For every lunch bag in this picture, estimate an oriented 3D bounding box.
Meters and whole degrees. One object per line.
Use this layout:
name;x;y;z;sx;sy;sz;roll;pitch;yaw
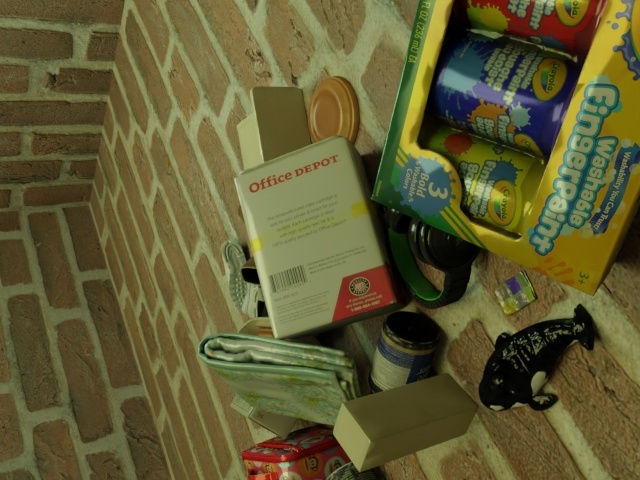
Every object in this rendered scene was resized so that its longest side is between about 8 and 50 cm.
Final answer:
lunch bag;-0.077;0.585;1.734;0.293;0.258;0.120;-23;79;56

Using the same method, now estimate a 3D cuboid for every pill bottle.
pill bottle;0.171;0.272;1.408;0.123;0.122;0.219;43;131;46
pill bottle;0.116;0.661;1.562;0.246;0.130;0.131;57;140;36

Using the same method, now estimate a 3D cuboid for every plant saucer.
plant saucer;0.023;-0.302;1.616;0.200;0.037;0.200;15;109;55

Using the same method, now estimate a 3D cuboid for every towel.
towel;-0.067;0.338;1.539;0.374;0.090;0.321;5;146;22
towel;0.352;0.097;1.192;0.083;0.009;0.060;-46;56;51

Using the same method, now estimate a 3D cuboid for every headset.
headset;0.232;-0.053;1.280;0.243;0.185;0.395;51;151;46

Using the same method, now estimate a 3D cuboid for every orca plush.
orca plush;0.348;0.223;1.135;0.287;0.102;0.151;-42;61;53

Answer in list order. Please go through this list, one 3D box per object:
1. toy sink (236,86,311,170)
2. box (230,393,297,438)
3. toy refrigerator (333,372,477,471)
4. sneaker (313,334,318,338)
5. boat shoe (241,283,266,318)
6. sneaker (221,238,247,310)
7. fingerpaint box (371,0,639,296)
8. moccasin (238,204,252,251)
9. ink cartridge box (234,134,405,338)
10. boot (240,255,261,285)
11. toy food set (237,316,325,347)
toy sink;-0.126;-0.276;1.753;0.131;0.152;0.234;-17;82;58
box;-0.144;0.448;1.851;0.149;0.126;0.232;-59;14;-15
toy refrigerator;0.167;0.354;1.291;0.102;0.269;0.094;47;134;43
sneaker;-0.039;0.180;1.757;0.126;0.091;0.240;63;144;30
boat shoe;-0.179;0.153;2.005;0.075;0.083;0.226;35;133;23
sneaker;-0.266;0.115;2.131;0.095;0.090;0.235;135;124;-72
fingerpaint box;0.307;-0.204;0.940;0.371;0.163;0.445;26;120;25
moccasin;-0.118;0.007;1.825;0.380;0.139;0.147;40;120;36
ink cartridge box;0.000;0.000;1.473;0.279;0.160;0.385;-18;77;14
boot;-0.057;0.091;1.611;0.305;0.115;0.113;6;109;28
toy food set;-0.078;0.305;1.727;0.220;0.092;0.306;45;153;-20
